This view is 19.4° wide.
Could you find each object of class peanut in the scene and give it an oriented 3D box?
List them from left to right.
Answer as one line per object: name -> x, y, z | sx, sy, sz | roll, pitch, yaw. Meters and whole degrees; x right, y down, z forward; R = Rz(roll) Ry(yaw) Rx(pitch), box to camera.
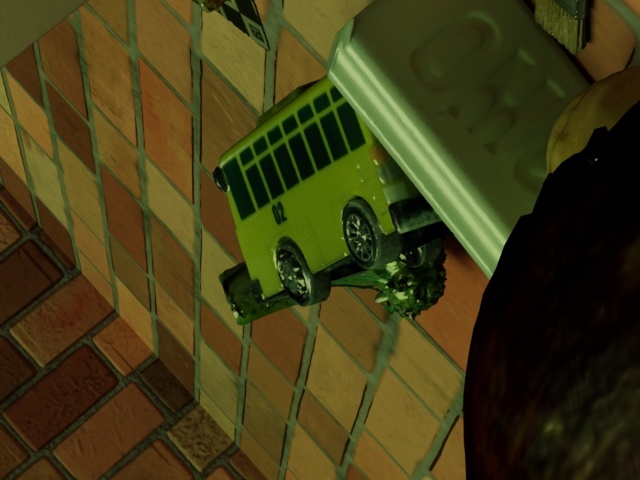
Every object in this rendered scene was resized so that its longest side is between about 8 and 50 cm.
peanut -> 0.196, -0.024, 1.084 | 0.140, 0.109, 0.159 | 2, 118, 56

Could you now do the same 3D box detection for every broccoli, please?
broccoli -> 0.000, 0.000, 1.526 | 0.194, 0.194, 0.219 | 25, 147, 57

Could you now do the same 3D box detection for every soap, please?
soap -> 0.104, -0.080, 1.177 | 0.198, 0.119, 0.066 | 51, 159, -3

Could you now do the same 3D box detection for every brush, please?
brush -> 0.140, -0.168, 1.077 | 0.043, 0.014, 0.170 | 45, 162, 25

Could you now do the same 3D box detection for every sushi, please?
sushi -> -0.131, -0.245, 1.617 | 0.201, 0.031, 0.139 | 40, 162, 33

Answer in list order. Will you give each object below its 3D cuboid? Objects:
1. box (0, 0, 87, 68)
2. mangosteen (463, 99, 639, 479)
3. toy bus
box -> -0.230, -0.267, 1.385 | 0.203, 0.274, 0.116 | 39, 163, 38
mangosteen -> 0.246, 0.096, 0.586 | 0.421, 0.381, 0.381 | -3, 134, 28
toy bus -> 0.032, -0.048, 1.327 | 0.262, 0.128, 0.150 | -28, 80, 63
